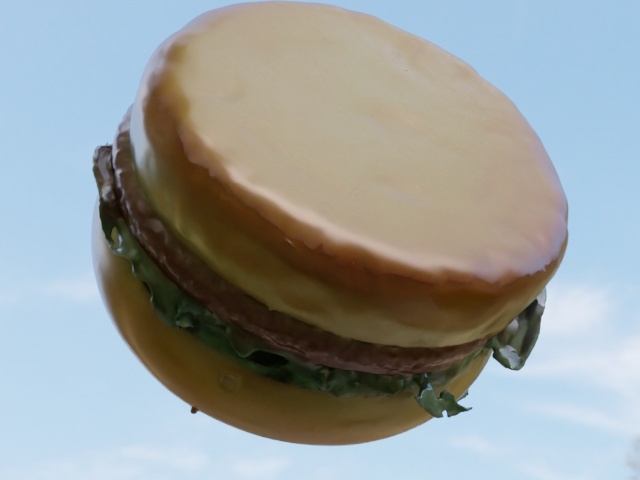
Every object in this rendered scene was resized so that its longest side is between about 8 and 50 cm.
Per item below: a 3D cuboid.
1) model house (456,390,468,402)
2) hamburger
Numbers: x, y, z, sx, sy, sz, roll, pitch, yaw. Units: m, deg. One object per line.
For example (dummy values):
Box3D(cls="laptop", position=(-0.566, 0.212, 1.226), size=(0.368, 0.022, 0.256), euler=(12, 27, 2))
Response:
Box3D(cls="model house", position=(0.058, 0.080, 1.134), size=(0.101, 0.088, 0.100), euler=(-24, -51, -34))
Box3D(cls="hamburger", position=(0.000, 0.001, 0.745), size=(0.246, 0.246, 0.170), euler=(11, -51, -22))
